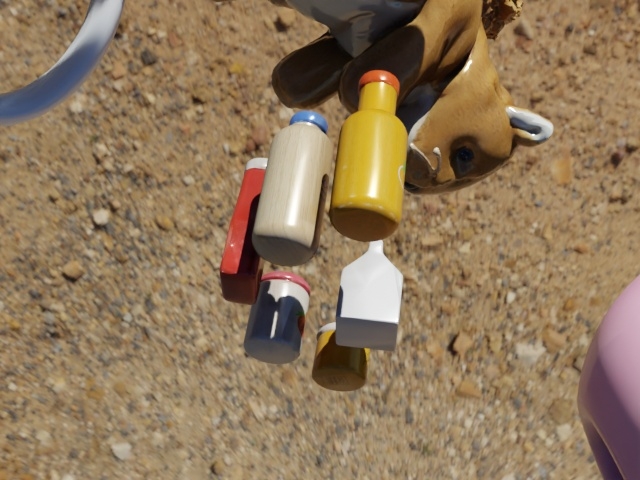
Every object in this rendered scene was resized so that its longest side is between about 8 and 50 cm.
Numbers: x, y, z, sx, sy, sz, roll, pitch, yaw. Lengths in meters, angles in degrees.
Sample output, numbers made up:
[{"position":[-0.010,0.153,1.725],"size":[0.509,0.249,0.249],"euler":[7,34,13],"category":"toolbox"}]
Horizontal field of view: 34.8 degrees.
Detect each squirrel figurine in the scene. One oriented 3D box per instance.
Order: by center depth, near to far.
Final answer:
[{"position":[0.128,-0.257,1.132],"size":[0.370,0.281,0.397],"euler":[51,59,-24],"category":"squirrel figurine"}]

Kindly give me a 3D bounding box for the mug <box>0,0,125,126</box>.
[{"position":[-0.311,-0.212,0.669],"size":[0.374,0.276,0.328],"euler":[22,99,-23],"category":"mug"}]

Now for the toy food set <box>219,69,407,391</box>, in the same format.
[{"position":[0.000,0.000,0.660],"size":[0.111,0.232,0.104],"euler":[6,57,5],"category":"toy food set"}]

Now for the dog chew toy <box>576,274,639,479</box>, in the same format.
[{"position":[0.295,0.060,0.468],"size":[0.332,0.206,0.206],"euler":[-24,69,4],"category":"dog chew toy"}]
